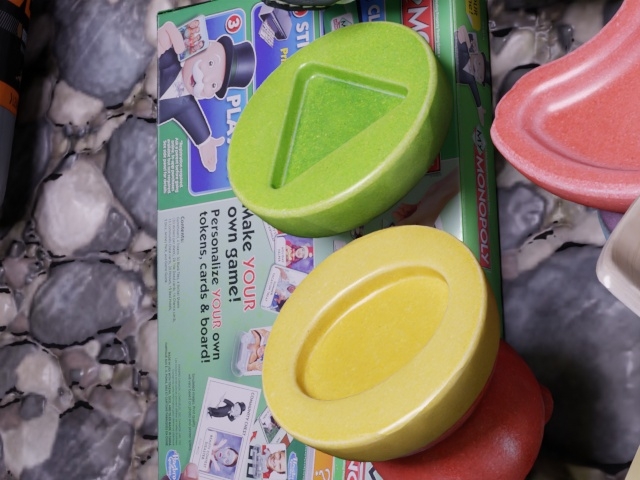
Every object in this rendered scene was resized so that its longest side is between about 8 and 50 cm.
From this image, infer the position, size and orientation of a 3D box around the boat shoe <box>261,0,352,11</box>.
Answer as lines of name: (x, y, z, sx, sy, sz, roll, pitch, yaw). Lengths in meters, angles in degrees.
boat shoe: (0.080, -0.232, 0.887, 0.302, 0.114, 0.091, -47, 17, 3)

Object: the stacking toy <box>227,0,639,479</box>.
stacking toy: (0.106, -0.024, 0.849, 0.309, 0.130, 0.279, -36, 40, 8)

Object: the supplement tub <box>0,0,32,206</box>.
supplement tub: (-0.292, -0.186, 1.090, 0.207, 0.207, 0.338, 2, 82, 33)

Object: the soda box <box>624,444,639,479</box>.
soda box: (0.180, 0.143, 0.811, 0.058, 0.061, 0.181, 24, 93, 34)

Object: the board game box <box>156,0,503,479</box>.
board game box: (0.000, 0.000, 0.964, 0.214, 0.046, 0.317, -8, 76, 30)

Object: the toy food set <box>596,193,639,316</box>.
toy food set: (0.288, -0.033, 0.650, 0.220, 0.092, 0.306, 40, 94, 0)
